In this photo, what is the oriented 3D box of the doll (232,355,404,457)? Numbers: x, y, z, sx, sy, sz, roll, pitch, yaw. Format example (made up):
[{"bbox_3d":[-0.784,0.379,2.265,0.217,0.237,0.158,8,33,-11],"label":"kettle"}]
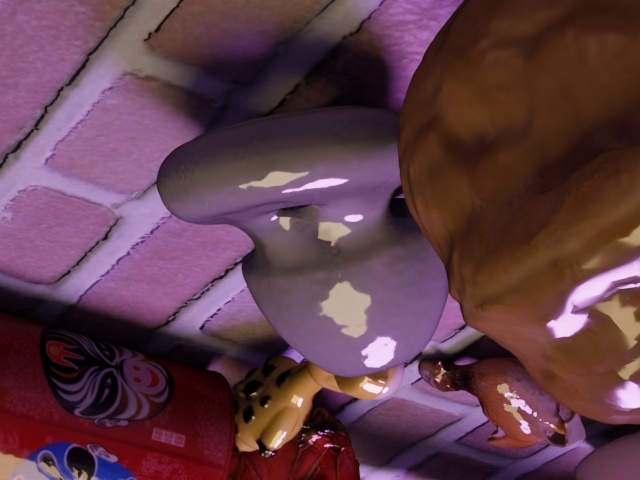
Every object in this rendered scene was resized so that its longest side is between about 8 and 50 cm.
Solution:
[{"bbox_3d":[-0.003,0.137,1.750,0.086,0.117,0.291,19,144,-30],"label":"doll"}]

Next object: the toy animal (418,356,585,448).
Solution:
[{"bbox_3d":[0.200,0.172,1.833,0.179,0.089,0.188,8,155,27],"label":"toy animal"}]

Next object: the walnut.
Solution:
[{"bbox_3d":[0.248,-0.052,1.185,0.383,0.383,0.383,2,150,1],"label":"walnut"}]

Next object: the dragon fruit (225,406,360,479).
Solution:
[{"bbox_3d":[-0.042,0.266,1.918,0.209,0.172,0.172,-41,132,23],"label":"dragon fruit"}]

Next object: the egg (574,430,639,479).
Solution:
[{"bbox_3d":[0.395,0.293,1.894,0.162,0.206,0.271,-34,180,16],"label":"egg"}]

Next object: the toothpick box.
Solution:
[{"bbox_3d":[-0.279,0.188,1.776,0.333,0.204,0.204,18,147,-23],"label":"toothpick box"}]

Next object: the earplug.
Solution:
[{"bbox_3d":[0.000,-0.011,1.431,0.214,0.175,0.325,-11,147,19],"label":"earplug"}]
